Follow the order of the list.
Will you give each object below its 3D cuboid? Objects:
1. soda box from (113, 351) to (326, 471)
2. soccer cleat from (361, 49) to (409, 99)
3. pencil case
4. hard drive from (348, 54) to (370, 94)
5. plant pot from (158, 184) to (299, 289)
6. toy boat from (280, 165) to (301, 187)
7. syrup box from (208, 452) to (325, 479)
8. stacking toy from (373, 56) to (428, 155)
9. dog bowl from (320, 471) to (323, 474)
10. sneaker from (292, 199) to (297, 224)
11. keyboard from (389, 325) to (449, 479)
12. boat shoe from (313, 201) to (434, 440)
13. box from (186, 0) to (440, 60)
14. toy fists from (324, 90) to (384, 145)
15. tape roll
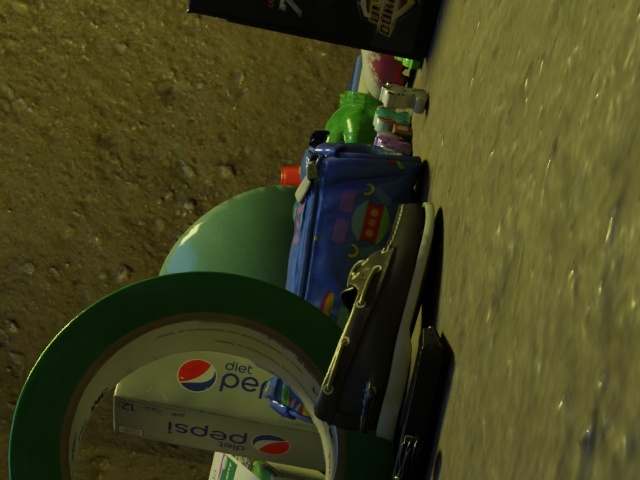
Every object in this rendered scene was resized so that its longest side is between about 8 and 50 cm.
[{"bbox_3d":[-0.101,0.198,1.333,0.091,0.286,0.098,101,178,-49],"label":"soda box"},{"bbox_3d":[0.073,-0.337,1.385,0.116,0.143,0.331,-82,4,-55],"label":"soccer cleat"},{"bbox_3d":[0.018,0.042,1.131,0.119,0.133,0.306,14,94,55],"label":"pencil case"},{"bbox_3d":[0.061,-0.204,2.323,0.210,0.040,0.318,109,171,-77],"label":"hard drive"},{"bbox_3d":[-0.058,0.095,1.541,0.195,0.290,0.290,50,141,37],"label":"plant pot"},{"bbox_3d":[0.000,0.000,1.932,0.267,0.148,0.318,95,177,-62],"label":"toy boat"},{"bbox_3d":[-0.070,0.328,1.445,0.237,0.096,0.093,11,88,67],"label":"syrup box"},{"bbox_3d":[0.082,-0.128,1.316,0.221,0.052,0.167,-82,4,-63],"label":"stacking toy"},{"bbox_3d":[-0.030,0.332,1.643,0.166,0.074,0.297,105,176,-65],"label":"dog bowl"},{"bbox_3d":[0.020,0.001,1.358,0.302,0.121,0.108,-83,4,-58],"label":"sneaker"},{"bbox_3d":[0.065,0.158,0.789,0.108,0.023,0.180,-51,-29,-81],"label":"keyboard"},{"bbox_3d":[0.049,0.054,0.905,0.081,0.069,0.227,92,-170,-51],"label":"boat shoe"},{"bbox_3d":[0.009,-0.373,1.244,0.073,0.293,0.295,-83,5,-55],"label":"box"},{"bbox_3d":[0.050,-0.159,1.728,0.279,0.096,0.142,-115,35,-84],"label":"toy fists"},{"bbox_3d":[-0.100,0.185,0.944,0.077,0.321,0.321,105,175,-60],"label":"tape roll"}]
